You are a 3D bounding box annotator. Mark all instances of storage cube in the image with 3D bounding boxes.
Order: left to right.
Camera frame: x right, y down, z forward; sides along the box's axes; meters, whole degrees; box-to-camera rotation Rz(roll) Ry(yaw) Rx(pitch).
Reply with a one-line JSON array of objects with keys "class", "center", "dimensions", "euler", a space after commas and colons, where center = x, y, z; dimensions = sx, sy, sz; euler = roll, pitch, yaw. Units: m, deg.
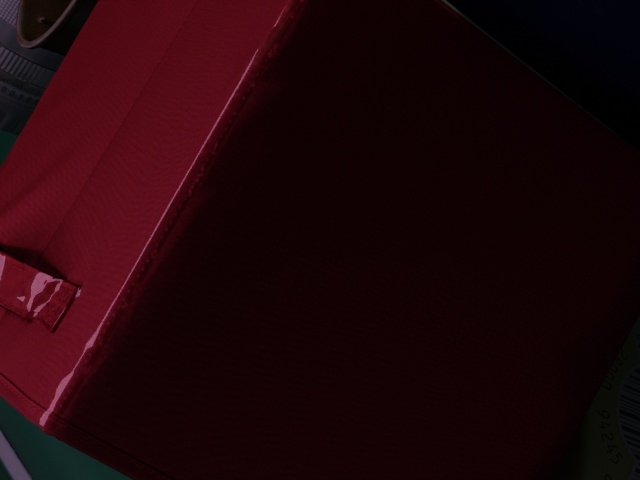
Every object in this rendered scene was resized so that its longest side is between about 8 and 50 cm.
[{"class": "storage cube", "center": [-0.010, 0.009, 0.689], "dimensions": [0.193, 0.215, 0.183], "euler": [-61, 27, -5]}]

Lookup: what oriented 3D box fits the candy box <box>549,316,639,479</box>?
[{"class": "candy box", "center": [0.097, 0.008, 0.817], "dimensions": [0.183, 0.087, 0.317], "euler": [-30, 43, 49]}]

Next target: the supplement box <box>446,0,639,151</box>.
[{"class": "supplement box", "center": [0.202, -0.204, 0.652], "dimensions": [0.194, 0.195, 0.357], "euler": [9, 73, 63]}]

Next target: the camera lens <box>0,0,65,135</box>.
[{"class": "camera lens", "center": [-0.205, -0.246, 1.464], "dimensions": [0.274, 0.219, 0.219], "euler": [-49, 30, 31]}]

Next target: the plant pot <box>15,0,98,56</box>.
[{"class": "plant pot", "center": [-0.105, -0.180, 1.280], "dimensions": [0.167, 0.165, 0.167], "euler": [-45, 32, 39]}]
